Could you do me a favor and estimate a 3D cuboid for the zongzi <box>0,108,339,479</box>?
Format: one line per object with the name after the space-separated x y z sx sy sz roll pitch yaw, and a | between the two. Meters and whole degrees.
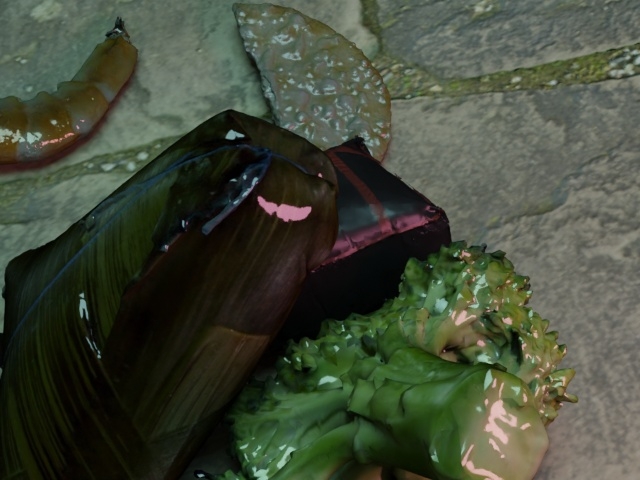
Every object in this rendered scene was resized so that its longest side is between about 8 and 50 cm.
-0.146 0.133 1.469 0.208 0.403 0.432 27 49 -26 | zongzi

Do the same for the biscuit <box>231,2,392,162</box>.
0.003 -0.156 1.888 0.141 0.038 0.289 -12 57 -12 | biscuit

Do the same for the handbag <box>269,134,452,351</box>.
0.000 0.000 1.706 0.215 0.155 0.169 -23 44 -17 | handbag

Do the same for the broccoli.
0.100 0.133 1.486 0.275 0.397 0.353 30 50 -12 | broccoli

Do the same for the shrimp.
-0.325 -0.160 1.859 0.287 0.068 0.185 -14 58 -14 | shrimp
